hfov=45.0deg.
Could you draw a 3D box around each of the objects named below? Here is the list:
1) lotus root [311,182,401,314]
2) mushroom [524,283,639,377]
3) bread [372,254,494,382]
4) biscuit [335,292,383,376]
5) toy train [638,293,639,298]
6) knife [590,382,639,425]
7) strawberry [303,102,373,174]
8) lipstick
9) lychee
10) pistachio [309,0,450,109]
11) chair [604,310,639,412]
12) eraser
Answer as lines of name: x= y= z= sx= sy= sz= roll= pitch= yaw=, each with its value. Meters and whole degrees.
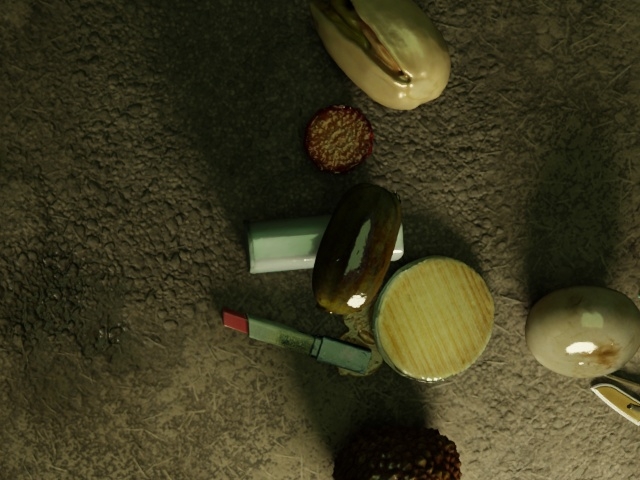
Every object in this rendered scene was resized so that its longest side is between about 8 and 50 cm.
lotus root: x=0.062 y=0.015 z=1.328 sx=0.124 sy=0.123 sz=0.241 roll=20 pitch=88 yaw=2
mushroom: x=0.522 y=0.171 z=1.541 sx=0.226 sy=0.226 sz=0.178 roll=21 pitch=51 yaw=-6
bread: x=0.227 y=0.157 z=1.564 sx=0.267 sy=0.040 sz=0.267 roll=-1 pitch=95 yaw=-17
biscuit: x=0.100 y=0.198 z=1.581 sx=0.133 sy=0.027 sz=0.184 roll=16 pitch=94 yaw=-6
toy train: x=0.704 y=0.143 z=1.633 sx=0.045 sy=0.029 sz=0.092 roll=-17 pitch=94 yaw=-11
knife: x=0.685 y=0.372 z=1.650 sx=0.256 sy=0.022 sz=0.046 roll=32 pitch=95 yaw=-7
strawberry: x=0.035 y=-0.196 z=1.516 sx=0.145 sy=0.086 sz=0.145 roll=0 pitch=93 yaw=-6
lipstick: x=-0.054 y=0.198 z=1.542 sx=0.312 sy=0.051 sz=0.051 roll=16 pitch=94 yaw=1
lychee: x=0.162 y=0.470 z=1.510 sx=0.271 sy=0.271 sz=0.271 roll=0 pitch=94 yaw=-5
pistachio: x=0.122 y=-0.384 z=1.478 sx=0.187 sy=0.187 sz=0.299 roll=-41 pitch=91 yaw=-1
chair: x=0.746 y=0.278 z=1.567 sx=0.272 sy=0.166 sz=0.188 roll=19 pitch=106 yaw=-10
eraser: x=0.000 y=0.000 z=1.476 sx=0.290 sy=0.189 sz=0.104 roll=-5 pitch=89 yaw=-5
